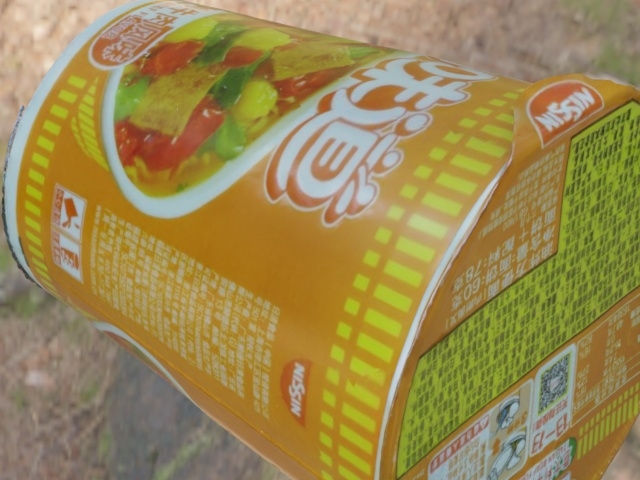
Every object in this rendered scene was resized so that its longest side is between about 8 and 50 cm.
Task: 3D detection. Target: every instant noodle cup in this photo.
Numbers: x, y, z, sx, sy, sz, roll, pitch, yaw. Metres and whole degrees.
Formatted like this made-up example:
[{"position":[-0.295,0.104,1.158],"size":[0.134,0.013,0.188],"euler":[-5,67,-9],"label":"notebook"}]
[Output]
[{"position":[0.000,0.000,0.607],"size":[0.185,0.168,0.168],"euler":[25,54,32],"label":"instant noodle cup"}]
